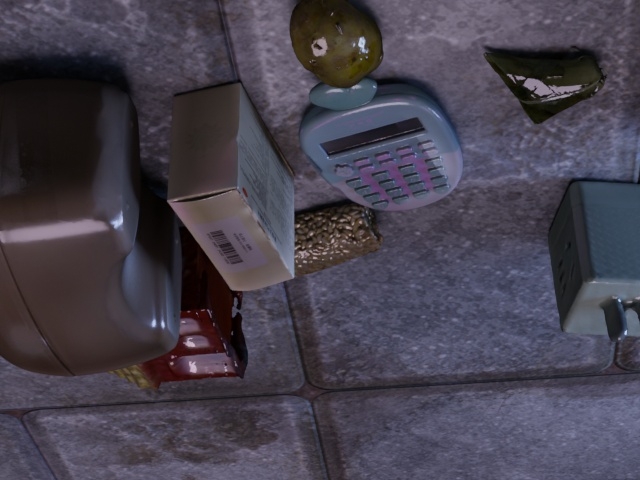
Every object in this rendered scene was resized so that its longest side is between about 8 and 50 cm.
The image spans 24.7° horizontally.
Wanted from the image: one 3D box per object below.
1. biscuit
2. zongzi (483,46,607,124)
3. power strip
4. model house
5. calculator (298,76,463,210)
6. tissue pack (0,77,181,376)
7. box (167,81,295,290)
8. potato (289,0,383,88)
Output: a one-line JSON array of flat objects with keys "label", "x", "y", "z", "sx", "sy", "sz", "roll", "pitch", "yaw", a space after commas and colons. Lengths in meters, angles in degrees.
[{"label": "biscuit", "x": 0.000, "y": 0.000, "z": 1.998, "sx": 0.168, "sy": 0.070, "sz": 0.082, "roll": -14, "pitch": 153, "yaw": 15}, {"label": "zongzi", "x": 0.268, "y": -0.202, "z": 1.720, "sx": 0.109, "sy": 0.055, "sz": 0.119, "roll": -25, "pitch": 128, "yaw": 28}, {"label": "power strip", "x": 0.393, "y": 0.049, "z": 1.939, "sx": 0.139, "sy": 0.224, "sz": 0.140, "roll": 3, "pitch": 146, "yaw": -7}, {"label": "model house", "x": -0.246, "y": 0.103, "z": 2.065, "sx": 0.254, "sy": 0.160, "sz": 0.196, "roll": -6, "pitch": 146, "yaw": 11}, {"label": "calculator", "x": 0.076, "y": -0.123, "z": 1.838, "sx": 0.185, "sy": 0.041, "sz": 0.299, "roll": -15, "pitch": 146, "yaw": 19}, {"label": "tissue pack", "x": -0.334, "y": -0.006, "z": 1.797, "sx": 0.276, "sy": 0.267, "sz": 0.387, "roll": -8, "pitch": 147, "yaw": 4}, {"label": "box", "x": -0.105, "y": -0.062, "z": 1.809, "sx": 0.095, "sy": 0.168, "sz": 0.212, "roll": -12, "pitch": 144, "yaw": 13}, {"label": "potato", "x": 0.021, "y": -0.223, "z": 1.654, "sx": 0.091, "sy": 0.070, "sz": 0.138, "roll": -51, "pitch": 133, "yaw": 6}]
